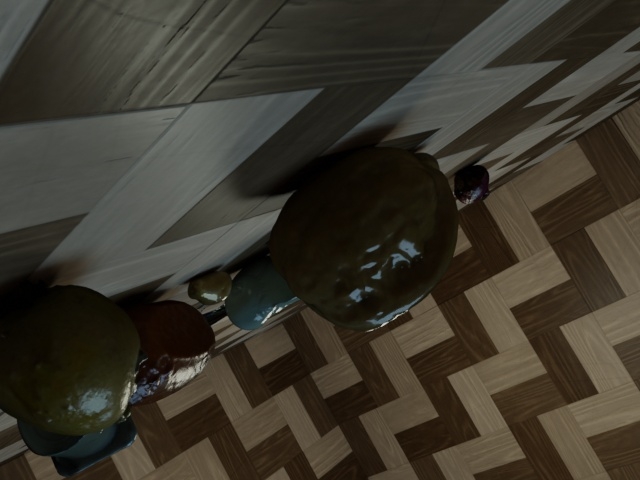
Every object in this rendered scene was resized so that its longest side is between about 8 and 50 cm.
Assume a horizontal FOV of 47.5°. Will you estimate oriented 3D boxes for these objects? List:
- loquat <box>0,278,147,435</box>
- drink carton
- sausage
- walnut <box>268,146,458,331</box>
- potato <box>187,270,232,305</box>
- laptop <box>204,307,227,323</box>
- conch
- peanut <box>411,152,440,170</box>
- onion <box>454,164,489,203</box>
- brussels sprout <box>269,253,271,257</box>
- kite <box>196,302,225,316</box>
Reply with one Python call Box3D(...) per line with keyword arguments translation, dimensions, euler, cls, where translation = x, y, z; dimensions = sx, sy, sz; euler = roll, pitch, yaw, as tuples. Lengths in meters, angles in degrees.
Box3D(translation=(-0.264, 0.129, 0.767), dimensions=(0.172, 0.204, 0.149), euler=(2, -130, 40), cls="loquat")
Box3D(translation=(-0.511, 0.360, 1.471), dimensions=(0.185, 0.191, 0.189), euler=(-27, 163, -2), cls="drink carton")
Box3D(translation=(-0.269, 0.176, 1.160), dimensions=(0.141, 0.153, 0.268), euler=(-31, 174, 13), cls="sausage")
Box3D(translation=(0.066, -0.007, 0.970), dimensions=(0.257, 0.257, 0.224), euler=(-31, 141, 10), cls="walnut")
Box3D(translation=(-0.189, 0.081, 1.240), dimensions=(0.083, 0.062, 0.068), euler=(14, 125, -49), cls="potato")
Box3D(translation=(-0.333, 0.232, 1.867), dimensions=(0.207, 0.026, 0.154), euler=(-32, 175, 26), cls="laptop")
Box3D(translation=(-0.078, 0.087, 1.377), dimensions=(0.221, 0.121, 0.185), euler=(-26, -160, -25), cls="conch")
Box3D(translation=(0.135, -0.094, 1.185), dimensions=(0.174, 0.080, 0.080), euler=(-25, 172, -40), cls="peanut")
Box3D(translation=(0.387, -0.140, 1.848), dimensions=(0.107, 0.097, 0.107), euler=(-51, -174, 8), cls="onion")
Box3D(translation=(0.000, 0.003, 1.312), dimensions=(0.181, 0.100, 0.139), euler=(-38, -163, -22), cls="brussels sprout")
Box3D(translation=(-0.204, 0.120, 1.593), dimensions=(0.360, 0.022, 0.204), euler=(-32, 172, 14), cls="kite")
